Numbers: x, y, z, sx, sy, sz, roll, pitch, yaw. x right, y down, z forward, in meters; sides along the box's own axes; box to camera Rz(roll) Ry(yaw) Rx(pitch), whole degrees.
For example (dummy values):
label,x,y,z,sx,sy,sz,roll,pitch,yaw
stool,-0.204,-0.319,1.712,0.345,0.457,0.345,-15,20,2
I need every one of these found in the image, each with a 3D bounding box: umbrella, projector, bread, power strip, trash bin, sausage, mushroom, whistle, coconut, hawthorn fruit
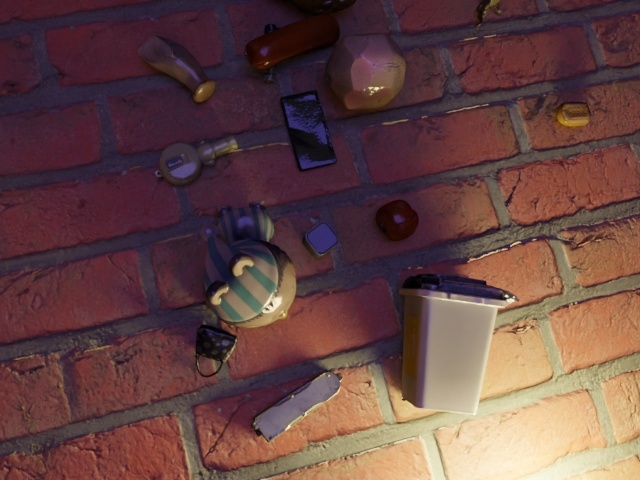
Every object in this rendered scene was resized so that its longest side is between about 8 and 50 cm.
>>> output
label,x,y,z,sx,sy,sz,roll,pitch,yaw
umbrella,-0.160,-0.585,1.776,0.046,0.050,0.189,0,81,20
projector,0.000,0.000,1.673,0.083,0.082,0.083,-38,87,-12
bread,0.836,-0.418,1.891,0.115,0.056,0.082,-9,85,-15
power strip,-0.060,0.456,1.596,0.285,0.048,0.080,-32,88,-13
trash bin,0.370,0.287,1.603,0.295,0.256,0.368,8,84,-9
sausage,-0.077,-0.613,1.739,0.348,0.094,0.097,-30,89,-29
mushroom,-0.422,-0.523,1.704,0.247,0.096,0.108,39,51,-3
whistle,-0.365,-0.244,1.674,0.258,0.067,0.126,-25,85,-15
coconut,0.126,-0.511,1.718,0.230,0.227,0.227,-9,81,-16
hawthorn fruit,0.230,-0.062,1.706,0.128,0.128,0.128,2,79,-8

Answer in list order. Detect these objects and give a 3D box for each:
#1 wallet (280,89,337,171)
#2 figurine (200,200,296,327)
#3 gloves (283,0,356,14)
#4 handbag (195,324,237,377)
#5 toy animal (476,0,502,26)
label,x,y,z,sx,sy,sz,roll,pitch,yaw
wallet,-0.039,-0.340,1.760,0.124,0.025,0.244,-14,83,-11
figurine,-0.186,0.044,1.489,0.266,0.378,0.362,-9,82,-10
gloves,-0.049,-0.793,1.781,0.331,0.154,0.141,18,62,1
handbag,-0.303,0.312,1.584,0.115,0.072,0.139,20,90,-6
toy animal,0.581,-0.798,1.922,0.086,0.069,0.220,24,71,18
